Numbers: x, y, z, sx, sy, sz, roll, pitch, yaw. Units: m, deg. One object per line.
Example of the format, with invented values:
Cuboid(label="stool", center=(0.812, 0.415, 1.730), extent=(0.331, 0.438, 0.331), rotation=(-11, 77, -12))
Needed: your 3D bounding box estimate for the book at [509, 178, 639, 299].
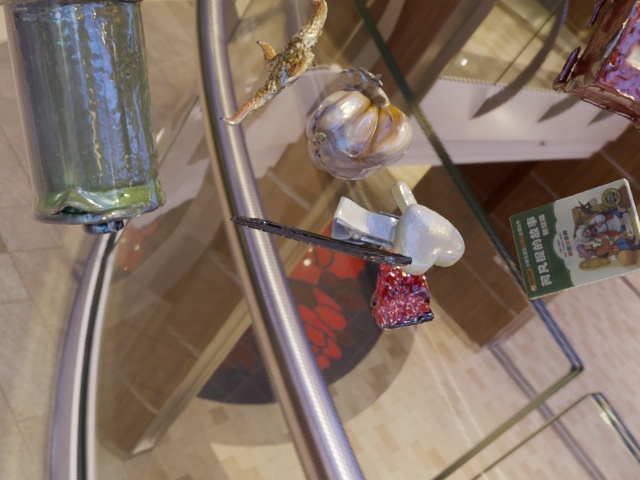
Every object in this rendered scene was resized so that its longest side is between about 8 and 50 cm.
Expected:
Cuboid(label="book", center=(0.560, 0.001, 1.543), extent=(0.027, 0.264, 0.202), rotation=(17, 59, -52))

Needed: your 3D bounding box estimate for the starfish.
Cuboid(label="starfish", center=(-0.054, -0.264, 1.038), extent=(0.050, 0.138, 0.247), rotation=(48, 38, -28))

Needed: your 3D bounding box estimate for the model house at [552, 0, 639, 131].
Cuboid(label="model house", center=(0.471, -0.221, 0.928), extent=(0.254, 0.160, 0.196), rotation=(23, 9, -1))

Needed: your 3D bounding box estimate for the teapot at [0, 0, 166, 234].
Cuboid(label="teapot", center=(-0.309, -0.183, 0.960), extent=(0.200, 0.337, 0.270), rotation=(-3, 15, -2))

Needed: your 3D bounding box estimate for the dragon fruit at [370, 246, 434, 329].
Cuboid(label="dragon fruit", center=(0.146, 0.077, 1.353), extent=(0.092, 0.122, 0.192), rotation=(12, 79, -50))

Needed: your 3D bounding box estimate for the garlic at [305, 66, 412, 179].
Cuboid(label="garlic", center=(0.050, -0.223, 1.275), extent=(0.207, 0.207, 0.256), rotation=(52, 12, 21))

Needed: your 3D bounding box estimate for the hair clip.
Cuboid(label="hair clip", center=(0.130, -0.021, 1.155), extent=(0.218, 0.071, 0.159), rotation=(16, 62, 1))

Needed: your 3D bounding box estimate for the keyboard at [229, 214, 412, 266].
Cuboid(label="keyboard", center=(0.000, 0.000, 0.966), extent=(0.250, 0.017, 0.087), rotation=(14, 4, 24))
